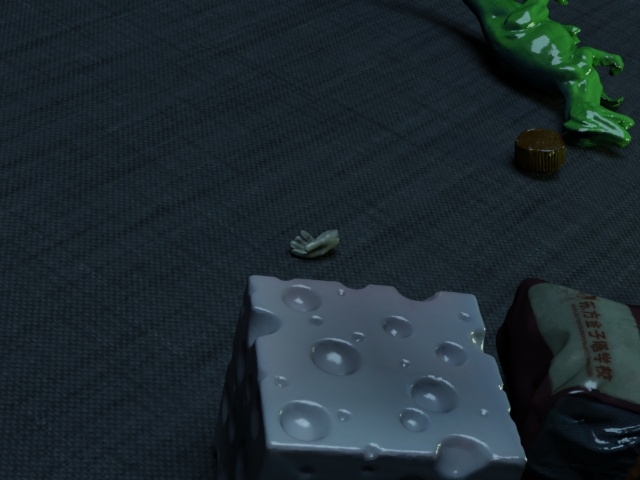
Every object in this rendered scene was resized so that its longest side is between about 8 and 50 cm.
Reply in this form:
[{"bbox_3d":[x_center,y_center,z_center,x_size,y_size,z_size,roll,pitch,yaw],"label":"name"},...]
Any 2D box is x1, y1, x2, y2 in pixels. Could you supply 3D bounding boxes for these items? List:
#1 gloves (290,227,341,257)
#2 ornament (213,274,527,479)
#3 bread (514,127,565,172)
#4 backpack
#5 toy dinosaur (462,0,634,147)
[{"bbox_3d":[0.000,0.002,1.695,0.081,0.037,0.044,-7,1,-4],"label":"gloves"},{"bbox_3d":[0.033,0.205,1.252,0.240,0.239,0.239,5,37,-12],"label":"ornament"},{"bbox_3d":[0.342,-0.136,1.994,0.085,0.053,0.085,-1,34,1],"label":"bread"},{"bbox_3d":[0.363,0.185,1.434,0.317,0.197,0.283,15,34,-8],"label":"backpack"},{"bbox_3d":[0.305,-0.327,2.221,0.500,0.144,0.374,14,47,6],"label":"toy dinosaur"}]
